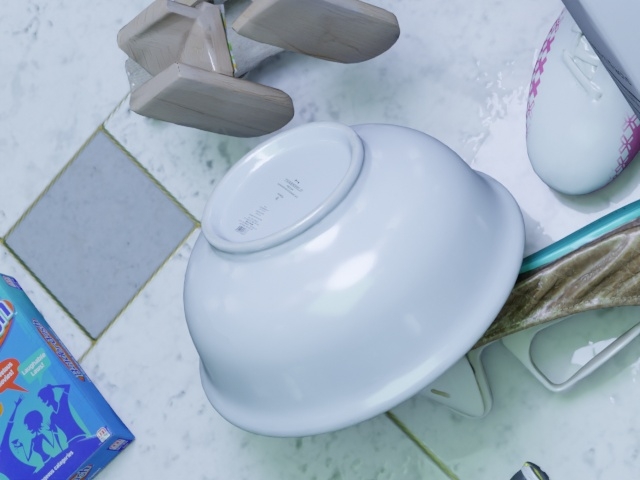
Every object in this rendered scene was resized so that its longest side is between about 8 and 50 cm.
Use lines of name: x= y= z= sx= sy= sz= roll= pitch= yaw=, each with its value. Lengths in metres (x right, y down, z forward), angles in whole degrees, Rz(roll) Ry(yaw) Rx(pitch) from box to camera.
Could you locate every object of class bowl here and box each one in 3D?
bowl: x=0.000 y=0.000 z=1.127 sx=0.298 sy=0.134 sz=0.298 roll=-24 pitch=33 yaw=17

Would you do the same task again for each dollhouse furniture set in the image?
dollhouse furniture set: x=0.021 y=-0.326 z=1.200 sx=0.394 sy=0.256 sz=0.362 roll=-31 pitch=62 yaw=39

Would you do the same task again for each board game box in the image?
board game box: x=-0.295 y=0.157 z=1.327 sx=0.160 sy=0.047 sz=0.210 roll=-45 pitch=67 yaw=6

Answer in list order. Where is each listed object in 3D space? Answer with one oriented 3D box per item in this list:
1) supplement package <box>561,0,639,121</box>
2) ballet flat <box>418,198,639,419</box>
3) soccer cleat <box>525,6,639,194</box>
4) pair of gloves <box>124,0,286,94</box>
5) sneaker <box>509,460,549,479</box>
supplement package: x=0.301 y=-0.147 z=1.029 sx=0.177 sy=0.175 sz=0.293 roll=-34 pitch=113 yaw=10
ballet flat: x=0.154 y=0.072 z=1.165 sx=0.342 sy=0.116 sz=0.124 roll=-21 pitch=92 yaw=11
soccer cleat: x=0.247 y=-0.201 z=1.156 sx=0.116 sy=0.143 sz=0.331 roll=24 pitch=88 yaw=22
pair of gloves: x=-0.109 y=-0.240 z=1.348 sx=0.204 sy=0.042 sz=0.240 roll=-27 pitch=66 yaw=18
sneaker: x=0.182 y=0.221 z=1.155 sx=0.035 sy=0.031 sz=0.083 roll=-42 pitch=64 yaw=22
